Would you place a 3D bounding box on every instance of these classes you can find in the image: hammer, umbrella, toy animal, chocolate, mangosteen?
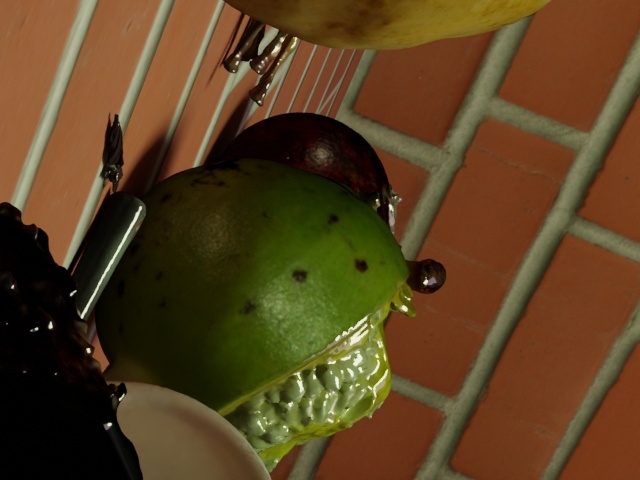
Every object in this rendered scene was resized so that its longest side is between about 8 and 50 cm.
[{"bbox_3d":[-0.199,0.094,1.316,0.111,0.033,0.287,110,5,-72],"label":"hammer"},{"bbox_3d":[-0.140,-0.056,1.267,0.122,0.013,0.022,105,-2,-71],"label":"umbrella"},{"bbox_3d":[-0.003,-0.217,1.547,0.275,0.054,0.149,-44,-161,44],"label":"toy animal"},{"bbox_3d":[-0.153,0.046,0.869,0.156,0.156,0.133,112,-13,-55],"label":"chocolate"},{"bbox_3d":[0.000,0.000,1.864,0.235,0.261,0.235,23,90,-86],"label":"mangosteen"}]

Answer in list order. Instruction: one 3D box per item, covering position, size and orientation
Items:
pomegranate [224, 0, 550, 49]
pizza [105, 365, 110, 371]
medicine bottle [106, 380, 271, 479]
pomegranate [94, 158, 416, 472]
[{"bbox_3d":[0.030,-0.208,0.796,0.260,0.260,0.260,25,90,-87],"label":"pomegranate"},{"bbox_3d":[-0.202,0.145,1.814,0.123,0.026,0.108,109,4,-61],"label":"pizza"},{"bbox_3d":[-0.146,0.251,1.223,0.371,0.211,0.211,112,4,-60],"label":"medicine bottle"},{"bbox_3d":[-0.081,0.071,1.463,0.341,0.260,0.260,-30,159,-29],"label":"pomegranate"}]
